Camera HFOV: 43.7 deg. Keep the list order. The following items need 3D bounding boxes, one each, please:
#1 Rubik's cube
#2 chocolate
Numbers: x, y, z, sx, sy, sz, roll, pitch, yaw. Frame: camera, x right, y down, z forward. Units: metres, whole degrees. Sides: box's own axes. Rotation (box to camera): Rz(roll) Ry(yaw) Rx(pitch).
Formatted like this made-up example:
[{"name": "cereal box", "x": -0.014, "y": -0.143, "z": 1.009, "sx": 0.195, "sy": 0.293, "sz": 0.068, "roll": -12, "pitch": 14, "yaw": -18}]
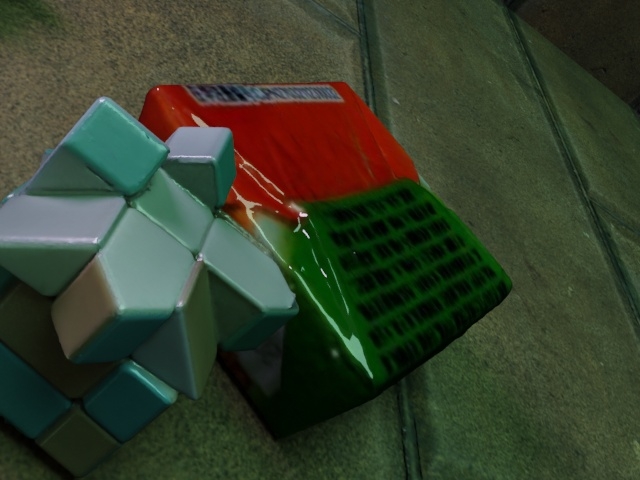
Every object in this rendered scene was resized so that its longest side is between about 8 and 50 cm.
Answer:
[{"name": "Rubik's cube", "x": -0.141, "y": 0.020, "z": 0.605, "sx": 0.224, "sy": 0.213, "sz": 0.265, "roll": 43, "pitch": 27, "yaw": -10}, {"name": "chocolate", "x": 0.000, "y": 0.000, "z": 0.856, "sx": 0.341, "sy": 0.161, "sz": 0.360, "roll": 52, "pitch": 31, "yaw": 12}]
